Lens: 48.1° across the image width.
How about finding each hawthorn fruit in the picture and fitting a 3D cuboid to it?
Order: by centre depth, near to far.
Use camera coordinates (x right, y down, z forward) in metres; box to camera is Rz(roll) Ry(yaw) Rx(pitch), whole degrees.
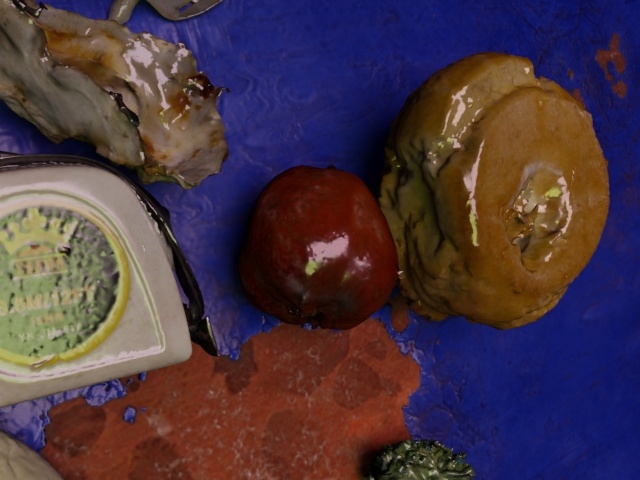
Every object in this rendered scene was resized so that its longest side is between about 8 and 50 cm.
[{"bbox_3d":[0.000,0.000,0.826,0.185,0.185,0.202,23,57,-27],"label":"hawthorn fruit"}]

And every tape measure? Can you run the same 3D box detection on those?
[{"bbox_3d":[-0.244,0.022,0.697,0.270,0.133,0.232,-8,98,-26],"label":"tape measure"}]

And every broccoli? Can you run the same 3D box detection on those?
[{"bbox_3d":[0.135,0.327,0.881,0.154,0.160,0.167,-6,99,-4],"label":"broccoli"}]

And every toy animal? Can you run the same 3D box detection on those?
[{"bbox_3d":[-0.203,-0.288,0.778,0.219,0.095,0.155,29,67,-25],"label":"toy animal"}]

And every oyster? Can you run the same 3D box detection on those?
[{"bbox_3d":[-0.240,-0.158,0.689,0.336,0.198,0.133,28,114,-33],"label":"oyster"}]

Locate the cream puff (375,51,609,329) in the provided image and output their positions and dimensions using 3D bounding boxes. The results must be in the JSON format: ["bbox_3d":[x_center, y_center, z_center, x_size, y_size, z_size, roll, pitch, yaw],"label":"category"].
[{"bbox_3d":[0.195,-0.059,0.913,0.343,0.231,0.327,47,69,-26],"label":"cream puff"}]

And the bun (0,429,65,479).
[{"bbox_3d":[-0.348,0.307,0.556,0.360,0.213,0.362,6,80,-32],"label":"bun"}]
